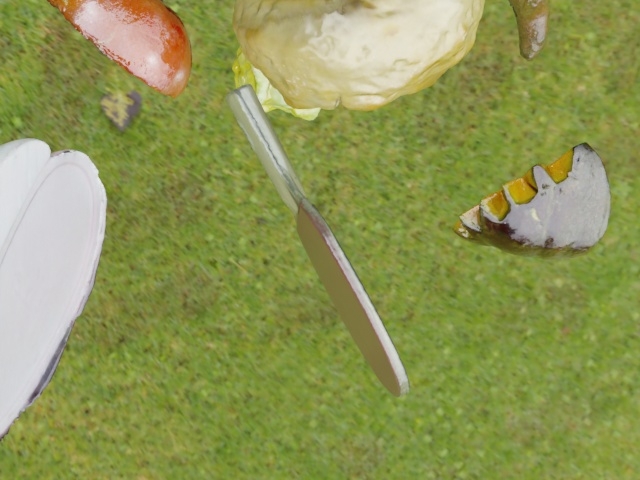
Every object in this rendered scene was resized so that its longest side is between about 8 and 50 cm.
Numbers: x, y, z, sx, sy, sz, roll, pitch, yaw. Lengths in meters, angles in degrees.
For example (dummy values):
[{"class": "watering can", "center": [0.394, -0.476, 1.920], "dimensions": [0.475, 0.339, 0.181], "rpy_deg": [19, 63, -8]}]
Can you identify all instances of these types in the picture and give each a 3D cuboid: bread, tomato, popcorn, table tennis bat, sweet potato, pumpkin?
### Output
[{"class": "bread", "center": [0.045, -0.210, 0.993], "dimensions": [0.245, 0.244, 0.134], "rpy_deg": [-28, 124, -17]}, {"class": "tomato", "center": [-0.174, -0.204, 0.979], "dimensions": [0.156, 0.155, 0.069], "rpy_deg": [37, 98, -32]}, {"class": "popcorn", "center": [-0.056, -0.343, 2.063], "dimensions": [0.255, 0.256, 0.194], "rpy_deg": [9, 73, -69]}, {"class": "table tennis bat", "center": [0.000, 0.000, 0.734], "dimensions": [0.022, 0.138, 0.246], "rpy_deg": [-28, 86, -7]}, {"class": "sweet potato", "center": [0.321, -0.381, 1.612], "dimensions": [0.075, 0.075, 0.273], "rpy_deg": [-45, 148, -8]}, {"class": "pumpkin", "center": [0.314, -0.018, 1.537], "dimensions": [0.130, 0.254, 0.149], "rpy_deg": [-24, 79, -43]}]

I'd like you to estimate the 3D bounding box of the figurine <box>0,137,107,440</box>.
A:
[{"class": "figurine", "center": [-0.297, -0.046, 0.627], "dimensions": [0.316, 0.206, 0.284], "rpy_deg": [10, 91, 10]}]
